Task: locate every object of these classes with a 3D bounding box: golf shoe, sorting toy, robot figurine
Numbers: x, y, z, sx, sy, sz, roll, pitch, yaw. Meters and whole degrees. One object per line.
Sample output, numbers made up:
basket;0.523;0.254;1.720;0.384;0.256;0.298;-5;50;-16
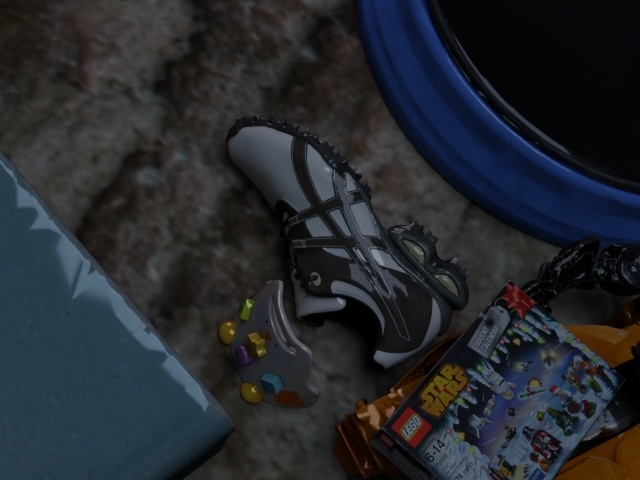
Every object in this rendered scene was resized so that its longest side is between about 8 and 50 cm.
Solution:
golf shoe;0.000;0.000;0.771;0.198;0.077;0.094;40;72;11
sorting toy;-0.027;0.060;0.733;0.044;0.075;0.083;-15;73;-26
robot figurine;0.163;0.119;0.773;0.291;0.085;0.211;-21;76;-26

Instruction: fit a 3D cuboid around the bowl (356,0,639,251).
bowl;0.222;-0.178;0.934;0.391;0.077;0.391;8;64;-17

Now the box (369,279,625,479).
box;0.106;0.100;0.696;0.094;0.027;0.137;40;58;8

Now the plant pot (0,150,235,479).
plant pot;-0.217;0.085;0.562;0.252;0.247;0.248;-41;85;-13
